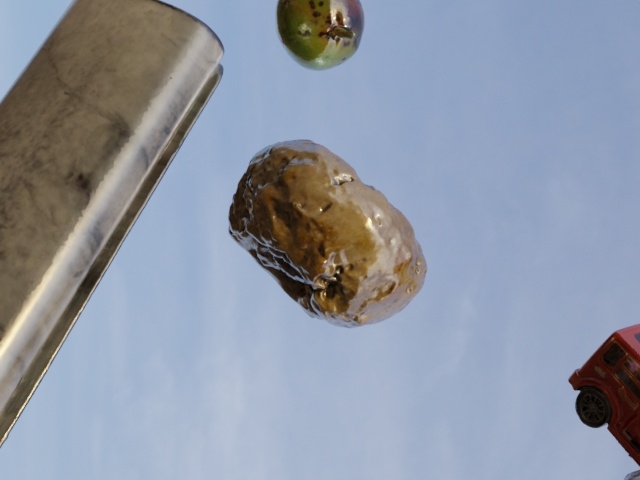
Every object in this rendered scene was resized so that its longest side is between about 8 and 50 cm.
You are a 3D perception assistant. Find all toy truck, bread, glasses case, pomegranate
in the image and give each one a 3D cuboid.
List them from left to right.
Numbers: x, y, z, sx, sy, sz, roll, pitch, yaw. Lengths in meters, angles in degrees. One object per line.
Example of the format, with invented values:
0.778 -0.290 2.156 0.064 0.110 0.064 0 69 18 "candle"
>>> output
-0.166 -0.005 0.463 0.114 0.060 0.299 18 -113 23 "glasses case"
-0.001 -0.377 1.433 0.156 0.156 0.220 -50 -151 38 "pomegranate"
0.000 0.000 0.899 0.123 0.230 0.230 -47 -135 -10 "bread"
0.388 0.208 0.913 0.252 0.107 0.114 52 -48 33 "toy truck"

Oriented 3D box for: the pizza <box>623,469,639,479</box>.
0.176 0.239 0.455 0.074 0.365 0.182 -18 -85 32 "pizza"
